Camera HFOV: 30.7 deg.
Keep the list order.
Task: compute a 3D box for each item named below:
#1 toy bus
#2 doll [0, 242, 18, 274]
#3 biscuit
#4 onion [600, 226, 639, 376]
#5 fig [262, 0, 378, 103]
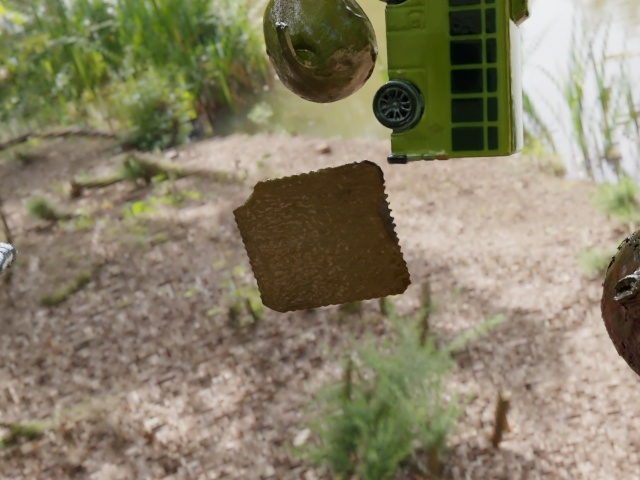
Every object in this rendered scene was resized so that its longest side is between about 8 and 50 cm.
[{"bbox_3d":[0.130,-0.209,1.140,0.150,0.262,0.128,0,7,16],"label":"toy bus"},{"bbox_3d":[-0.448,0.028,1.621,0.027,0.037,0.125,-59,7,11],"label":"doll"},{"bbox_3d":[0.000,0.000,1.733,0.237,0.232,0.013,-10,28,13],"label":"biscuit"},{"bbox_3d":[0.470,0.080,1.533,0.219,0.252,0.252,5,5,-38],"label":"onion"},{"bbox_3d":[-0.005,-0.130,0.802,0.082,0.084,0.098,7,35,18],"label":"fig"}]
